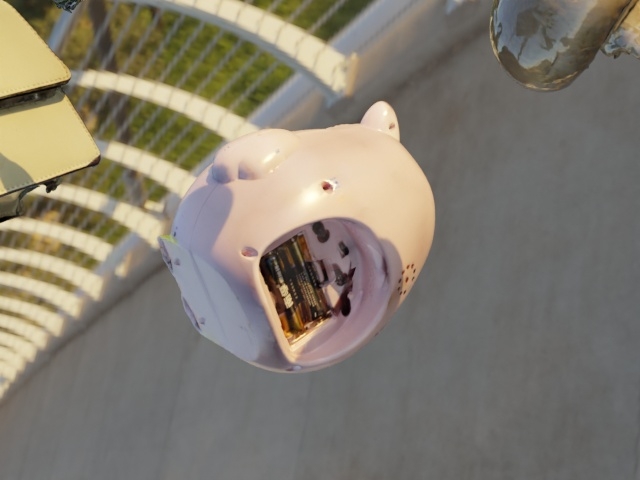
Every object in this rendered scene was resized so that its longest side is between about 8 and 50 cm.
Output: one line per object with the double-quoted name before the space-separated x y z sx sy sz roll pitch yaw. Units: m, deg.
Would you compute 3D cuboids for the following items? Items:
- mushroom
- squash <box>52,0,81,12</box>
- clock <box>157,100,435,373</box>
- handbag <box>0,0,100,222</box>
"mushroom" 0.281 -0.253 1.145 0.226 0.178 0.226 -48 -5 -6
"squash" -0.172 -0.255 0.930 0.183 0.052 0.052 -30 45 35
"clock" 0.000 0.000 1.532 0.250 0.377 0.368 25 141 51
"handbag" -0.407 -0.120 1.074 0.160 0.236 0.358 -31 1 27
